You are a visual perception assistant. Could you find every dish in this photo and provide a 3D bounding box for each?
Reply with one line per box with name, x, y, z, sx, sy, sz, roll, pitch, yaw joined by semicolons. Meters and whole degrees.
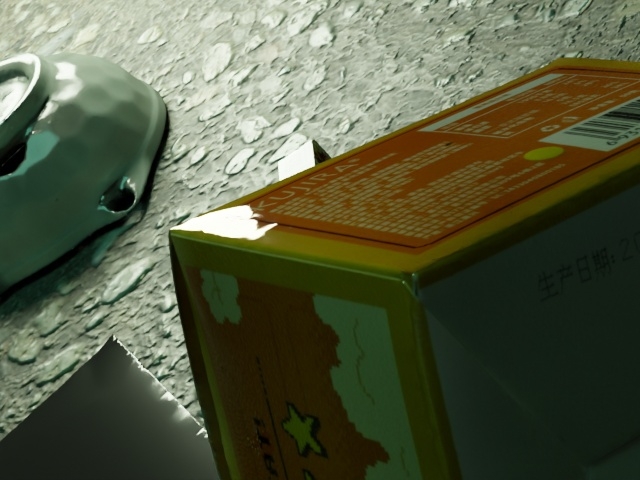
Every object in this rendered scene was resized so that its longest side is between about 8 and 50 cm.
dish;-0.288;-0.086;1.819;0.303;0.120;0.303;-28;32;19

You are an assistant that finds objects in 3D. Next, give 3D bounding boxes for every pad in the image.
pad;-0.182;0.219;1.430;0.247;0.007;0.367;-44;31;-7

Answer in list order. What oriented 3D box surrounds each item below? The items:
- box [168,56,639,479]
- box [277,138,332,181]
box;0.109;0.071;0.983;0.283;0.259;0.214;-24;22;-31
box;0.000;0.000;1.475;0.041;0.050;0.207;-33;32;17
